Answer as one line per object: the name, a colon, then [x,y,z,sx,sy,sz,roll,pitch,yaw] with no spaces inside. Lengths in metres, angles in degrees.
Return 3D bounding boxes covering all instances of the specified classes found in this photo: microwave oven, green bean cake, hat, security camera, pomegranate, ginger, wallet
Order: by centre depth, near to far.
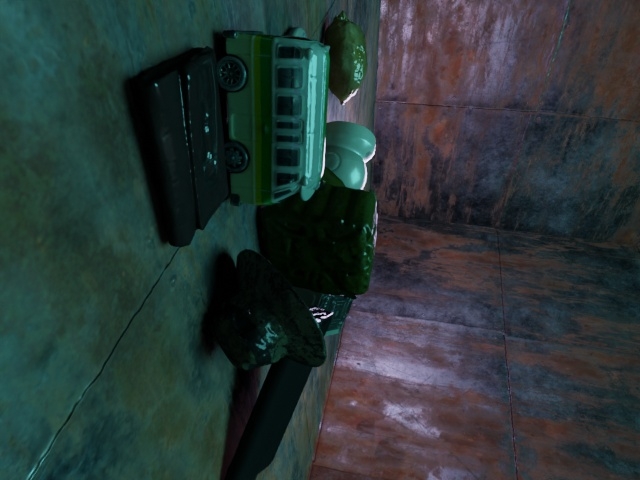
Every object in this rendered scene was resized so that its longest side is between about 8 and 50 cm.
wallet: [-0.169,-0.123,0.607,0.182,0.049,0.229,-73,168,-54]
hat: [-0.115,0.155,0.811,0.128,0.266,0.265,-35,142,-32]
green bean cake: [0.000,0.000,1.045,0.156,0.250,0.246,-73,167,-44]
wallet: [-0.088,0.352,1.051,0.405,0.062,0.228,-68,165,4]
pomegranate: [-0.006,-0.132,1.233,0.131,0.152,0.191,-44,169,8]
microwave oven: [-0.010,0.178,1.257,0.208,0.123,0.162,9,103,-62]
ginger: [0.072,-0.547,1.373,0.138,0.152,0.267,-11,117,-48]
security camera: [0.061,-0.224,1.408,0.194,0.195,0.236,60,42,-74]

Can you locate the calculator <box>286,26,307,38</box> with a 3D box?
calculator: [-0.065,-0.343,1.023,0.188,0.042,0.302,82,19,-60]

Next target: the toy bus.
toy bus: [-0.071,-0.195,0.755,0.133,0.165,0.275,-60,155,-62]
